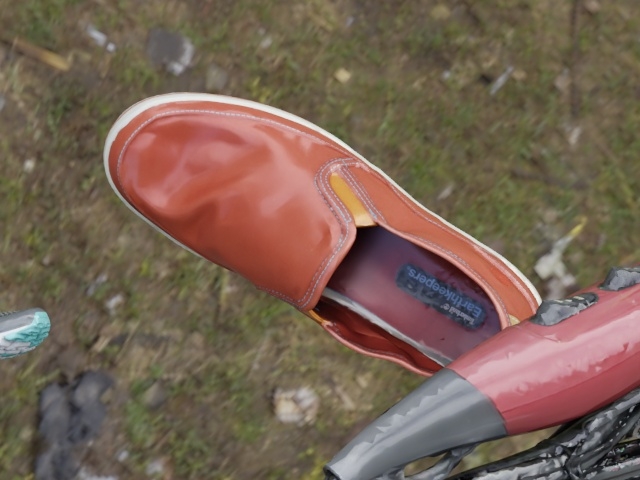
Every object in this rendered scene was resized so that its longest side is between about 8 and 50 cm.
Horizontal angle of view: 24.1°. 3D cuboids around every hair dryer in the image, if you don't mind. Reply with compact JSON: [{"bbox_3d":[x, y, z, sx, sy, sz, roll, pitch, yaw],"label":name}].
[{"bbox_3d":[0.122,0.022,0.468,0.223,0.080,0.294,20,85,-44],"label":"hair dryer"}]

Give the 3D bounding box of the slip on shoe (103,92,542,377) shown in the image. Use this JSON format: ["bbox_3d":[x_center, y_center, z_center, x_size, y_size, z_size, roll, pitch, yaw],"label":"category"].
[{"bbox_3d":[0.000,0.000,1.015,0.331,0.123,0.101,30,15,4],"label":"slip on shoe"}]

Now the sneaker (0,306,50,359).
[{"bbox_3d":[-0.285,0.059,1.154,0.065,0.166,0.076,13,69,-67],"label":"sneaker"}]
